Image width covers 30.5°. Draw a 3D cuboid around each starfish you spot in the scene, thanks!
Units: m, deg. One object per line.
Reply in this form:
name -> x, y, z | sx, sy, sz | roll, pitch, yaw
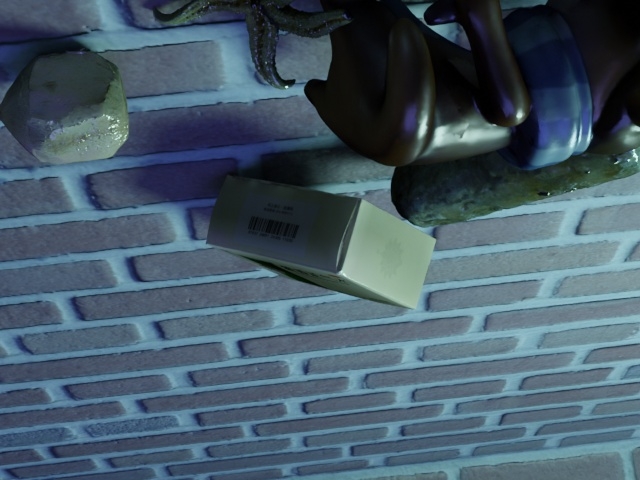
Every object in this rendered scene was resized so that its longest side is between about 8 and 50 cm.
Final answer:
starfish -> -0.066, -0.211, 1.018 | 0.223, 0.050, 0.217 | 0, 150, 38

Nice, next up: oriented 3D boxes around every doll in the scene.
doll -> 0.161, -0.167, 1.041 | 0.339, 0.209, 0.318 | -5, 171, -6

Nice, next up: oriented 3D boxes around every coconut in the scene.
coconut -> -0.249, -0.128, 1.128 | 0.124, 0.110, 0.110 | -9, 156, -11

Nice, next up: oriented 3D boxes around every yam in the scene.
yam -> 0.216, -0.094, 1.284 | 0.330, 0.133, 0.133 | -21, 152, 35

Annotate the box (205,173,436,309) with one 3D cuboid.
box -> 0.000, 0.000, 1.379 | 0.212, 0.095, 0.168 | 12, 169, 40
